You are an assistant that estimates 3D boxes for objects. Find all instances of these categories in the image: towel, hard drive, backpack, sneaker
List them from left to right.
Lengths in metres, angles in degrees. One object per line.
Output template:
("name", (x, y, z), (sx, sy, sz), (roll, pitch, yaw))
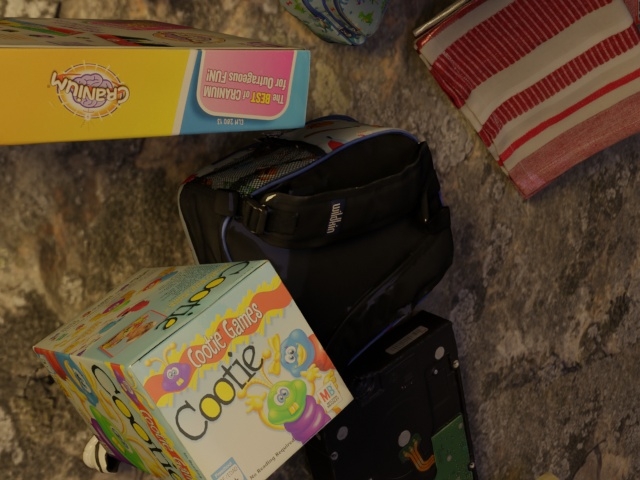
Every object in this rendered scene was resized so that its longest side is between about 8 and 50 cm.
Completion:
("sneaker", (-0.199, 0.191, 0.993), (0.040, 0.044, 0.109), (36, 78, -40))
("backpack", (0.000, 0.000, 0.994), (0.263, 0.213, 0.276), (-27, 125, -23))
("backpack", (0.018, -0.269, 1.007), (0.114, 0.084, 0.105), (27, 83, -40))
("hard drive", (0.099, 0.290, 1.274), (0.237, 0.064, 0.338), (-31, 122, -30))
("towel", (0.288, -0.208, 1.210), (0.237, 0.037, 0.329), (-33, 132, 15))

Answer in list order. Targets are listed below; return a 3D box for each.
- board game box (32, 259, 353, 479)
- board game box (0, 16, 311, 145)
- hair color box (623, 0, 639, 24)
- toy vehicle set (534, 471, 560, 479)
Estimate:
("board game box", (-0.123, 0.116, 0.855), (0.144, 0.275, 0.142), (-38, 106, -26))
("board game box", (-0.204, -0.131, 0.748), (0.317, 0.242, 0.064), (-9, 111, -39))
("hair color box", (0.350, -0.300, 1.284), (0.167, 0.093, 0.053), (-25, 120, -34))
("toy vehicle set", (0.257, 0.461, 1.440), (0.267, 0.035, 0.166), (-15, 129, -44))
